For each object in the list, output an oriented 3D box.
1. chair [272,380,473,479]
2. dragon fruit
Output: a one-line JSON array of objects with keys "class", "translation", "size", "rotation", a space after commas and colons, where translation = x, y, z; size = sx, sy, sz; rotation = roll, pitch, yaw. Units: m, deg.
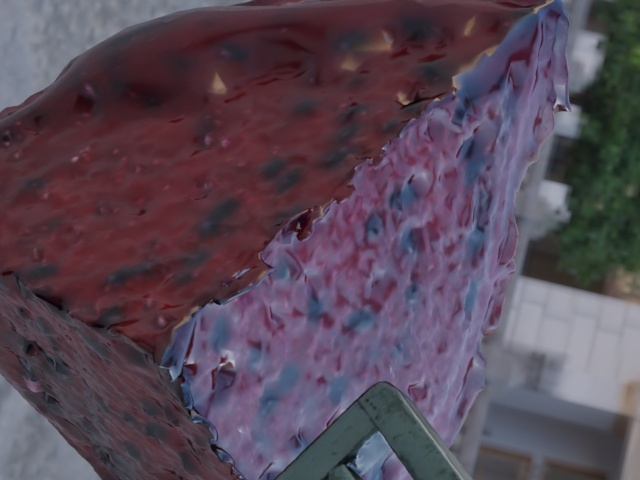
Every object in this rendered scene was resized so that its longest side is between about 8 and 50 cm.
[{"class": "chair", "translation": [0.011, 0.144, 0.474], "size": [0.136, 0.270, 0.147], "rotation": [-44, 137, 6]}, {"class": "dragon fruit", "translation": [0.000, 0.000, 0.745], "size": [0.330, 0.302, 0.240], "rotation": [-40, -167, -3]}]
